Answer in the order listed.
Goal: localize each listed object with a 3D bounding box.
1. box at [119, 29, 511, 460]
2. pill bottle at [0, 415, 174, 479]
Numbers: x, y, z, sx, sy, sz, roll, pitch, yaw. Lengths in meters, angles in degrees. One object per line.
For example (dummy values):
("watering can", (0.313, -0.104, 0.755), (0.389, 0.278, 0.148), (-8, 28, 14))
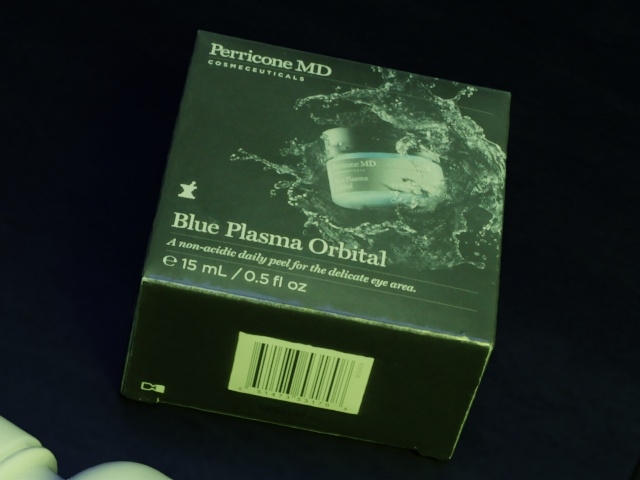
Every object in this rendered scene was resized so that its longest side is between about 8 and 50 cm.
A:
("box", (0.000, 0.000, 0.900), (0.156, 0.093, 0.158), (11, 49, -3))
("pill bottle", (-0.060, 0.168, 0.722), (0.246, 0.136, 0.136), (33, 52, 14))
